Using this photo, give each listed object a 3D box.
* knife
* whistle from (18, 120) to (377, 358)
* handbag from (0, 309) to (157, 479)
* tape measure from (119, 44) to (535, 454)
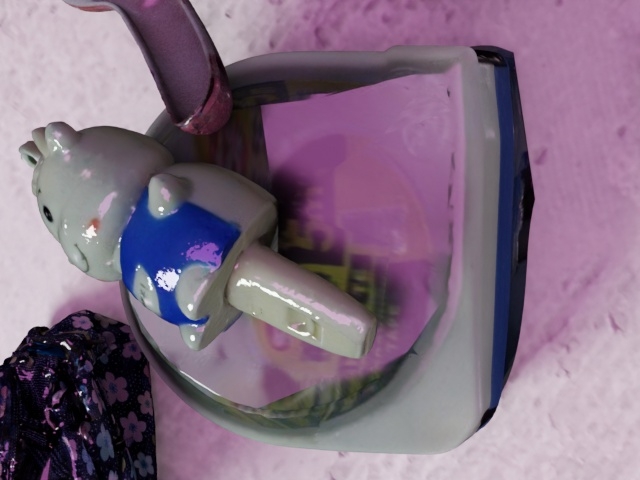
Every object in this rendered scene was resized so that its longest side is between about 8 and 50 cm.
[{"bbox_3d":[-0.098,-0.149,0.990,0.123,0.053,0.278,-48,41,15],"label":"knife"},{"bbox_3d":[-0.078,0.003,0.901,0.244,0.110,0.092,30,61,14],"label":"whistle"},{"bbox_3d":[-0.178,0.165,1.021,0.126,0.208,0.229,4,93,7],"label":"handbag"},{"bbox_3d":[0.002,0.000,1.006,0.262,0.138,0.259,2,94,12],"label":"tape measure"}]
